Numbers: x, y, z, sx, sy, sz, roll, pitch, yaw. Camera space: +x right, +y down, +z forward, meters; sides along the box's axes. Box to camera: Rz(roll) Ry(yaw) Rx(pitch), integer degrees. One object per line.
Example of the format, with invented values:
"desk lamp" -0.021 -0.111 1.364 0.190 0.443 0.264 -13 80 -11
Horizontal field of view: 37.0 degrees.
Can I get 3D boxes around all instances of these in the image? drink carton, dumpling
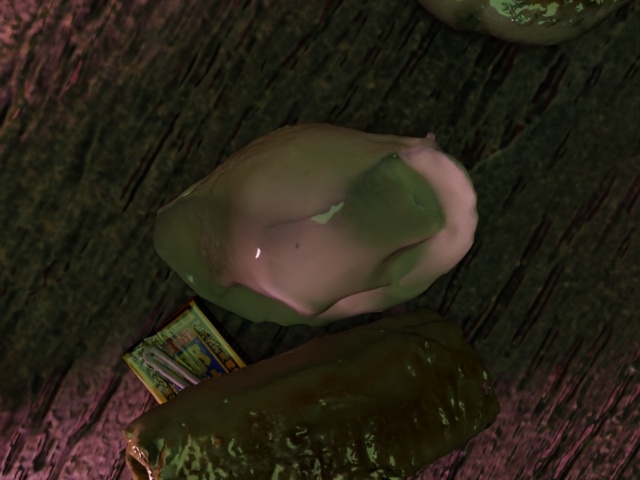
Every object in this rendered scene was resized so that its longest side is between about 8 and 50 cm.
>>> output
"drink carton" -0.071 0.128 0.731 0.071 0.056 0.166 -39 94 -2
"dumpling" -0.004 0.001 0.701 0.215 0.126 0.166 -25 121 -7

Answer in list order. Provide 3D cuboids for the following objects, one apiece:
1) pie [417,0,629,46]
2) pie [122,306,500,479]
"pie" 0.156 -0.261 0.704 0.240 0.054 0.241 0 96 -3
"pie" -0.006 0.137 0.678 0.282 0.068 0.129 -19 81 -27
